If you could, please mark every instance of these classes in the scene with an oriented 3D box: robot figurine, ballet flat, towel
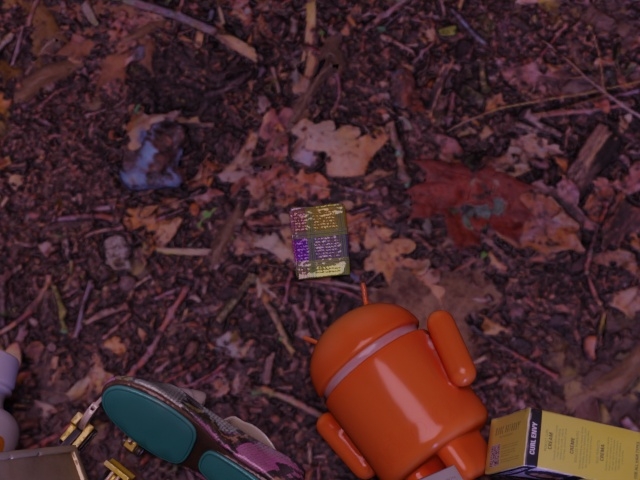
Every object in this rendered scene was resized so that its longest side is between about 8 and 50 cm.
[{"bbox_3d":[0.077,0.150,1.398,0.128,0.158,0.219,-29,70,-26],"label":"robot figurine"},{"bbox_3d":[-0.112,0.193,1.422,0.221,0.077,0.079,33,37,3],"label":"ballet flat"},{"bbox_3d":[0.000,0.000,1.517,0.060,0.009,0.083,-6,71,0],"label":"towel"}]

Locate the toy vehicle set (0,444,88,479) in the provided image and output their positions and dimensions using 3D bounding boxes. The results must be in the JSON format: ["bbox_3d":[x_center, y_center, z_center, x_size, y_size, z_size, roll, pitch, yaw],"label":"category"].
[{"bbox_3d":[-0.239,0.320,1.321,0.035,0.166,0.267,-28,74,20],"label":"toy vehicle set"}]

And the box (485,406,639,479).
[{"bbox_3d":[0.277,0.211,1.350,0.232,0.087,0.058,14,71,-16],"label":"box"}]

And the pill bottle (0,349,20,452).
[{"bbox_3d":[-0.368,0.224,1.387,0.136,0.136,0.246,8,71,6],"label":"pill bottle"}]

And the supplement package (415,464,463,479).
[{"bbox_3d":[0.090,0.380,1.254,0.175,0.177,0.293,-14,64,-44],"label":"supplement package"}]

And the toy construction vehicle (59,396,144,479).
[{"bbox_3d":[-0.215,0.204,1.440,0.086,0.035,0.098,38,76,14],"label":"toy construction vehicle"}]
